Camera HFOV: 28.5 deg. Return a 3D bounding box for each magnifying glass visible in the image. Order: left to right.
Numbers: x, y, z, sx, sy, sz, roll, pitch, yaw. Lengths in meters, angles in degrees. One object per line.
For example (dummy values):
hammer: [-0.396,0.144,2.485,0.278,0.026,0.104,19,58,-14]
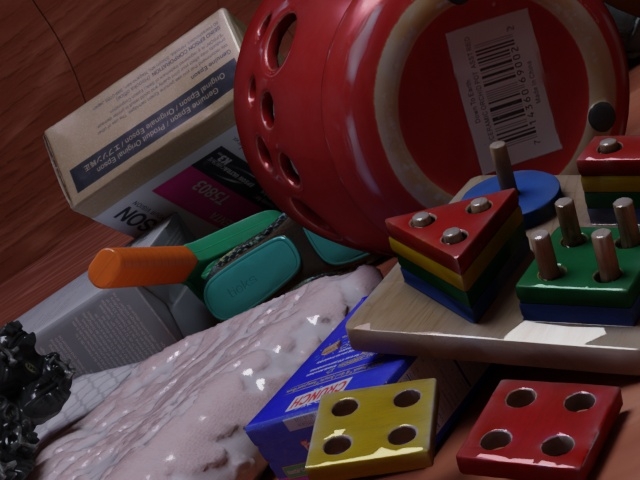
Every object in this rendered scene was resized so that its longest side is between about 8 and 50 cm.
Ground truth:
magnifying glass: [-0.088,0.016,0.921,0.092,0.026,0.231,-51,-19,19]

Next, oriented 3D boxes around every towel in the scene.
towel: [-0.144,0.150,0.694,0.317,0.053,0.332,-24,16,46]

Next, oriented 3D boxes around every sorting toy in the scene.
sorting toy: [0.088,0.000,0.519,0.132,0.046,0.274,2,32,35]

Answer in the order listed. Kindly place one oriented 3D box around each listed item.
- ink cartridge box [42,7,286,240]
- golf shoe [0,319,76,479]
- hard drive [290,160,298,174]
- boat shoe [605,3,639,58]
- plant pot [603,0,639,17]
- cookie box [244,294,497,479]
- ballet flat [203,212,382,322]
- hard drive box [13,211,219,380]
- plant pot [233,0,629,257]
ink cartridge box: [-0.087,-0.075,1.094,0.193,0.088,0.234,-33,-27,16]
golf shoe: [-0.206,0.120,0.715,0.094,0.077,0.198,-45,2,15]
hard drive: [0.064,-0.109,0.944,0.203,0.040,0.307,-38,-8,-10]
boat shoe: [0.243,-0.202,1.013,0.099,0.116,0.319,14,20,14]
plant pot: [0.262,-0.245,0.627,0.291,0.291,0.203,-37,27,-12]
cookie box: [0.031,0.060,0.569,0.091,0.040,0.107,-22,16,46]
ballet flat: [0.000,0.000,0.890,0.188,0.070,0.070,-27,13,24]
hard drive box: [-0.198,0.093,1.010,0.232,0.089,0.181,-32,11,14]
plant pot: [0.059,-0.079,0.701,0.191,0.191,0.174,-37,15,-8]
